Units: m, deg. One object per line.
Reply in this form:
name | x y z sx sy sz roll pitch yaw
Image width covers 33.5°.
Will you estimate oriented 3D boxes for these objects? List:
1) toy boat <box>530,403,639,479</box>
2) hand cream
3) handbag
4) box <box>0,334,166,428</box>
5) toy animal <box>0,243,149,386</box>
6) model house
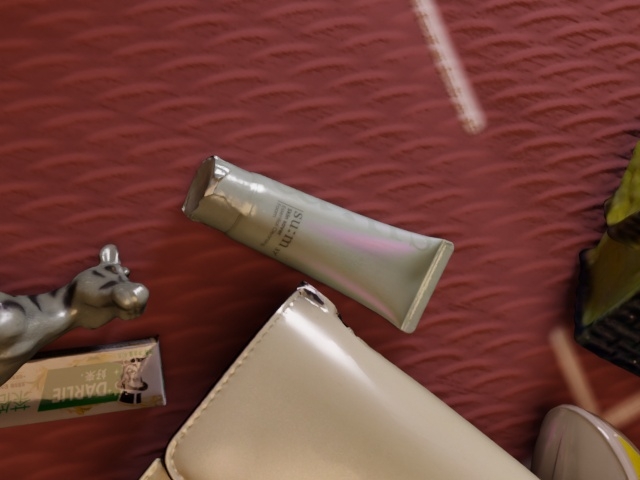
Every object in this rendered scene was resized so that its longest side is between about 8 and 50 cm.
toy boat | 0.239 0.258 0.840 0.141 0.141 0.269 -2 97 -14
hand cream | 0.000 0.000 0.781 0.205 0.050 0.078 24 93 -21
handbag | 0.050 0.229 0.718 0.358 0.160 0.237 39 86 4
box | -0.213 0.105 0.746 0.207 0.041 0.050 -6 97 -14
toy animal | -0.239 0.070 0.672 0.255 0.170 0.090 4 119 -16
model house | 0.305 0.035 0.802 0.194 0.170 0.211 26 92 -19
